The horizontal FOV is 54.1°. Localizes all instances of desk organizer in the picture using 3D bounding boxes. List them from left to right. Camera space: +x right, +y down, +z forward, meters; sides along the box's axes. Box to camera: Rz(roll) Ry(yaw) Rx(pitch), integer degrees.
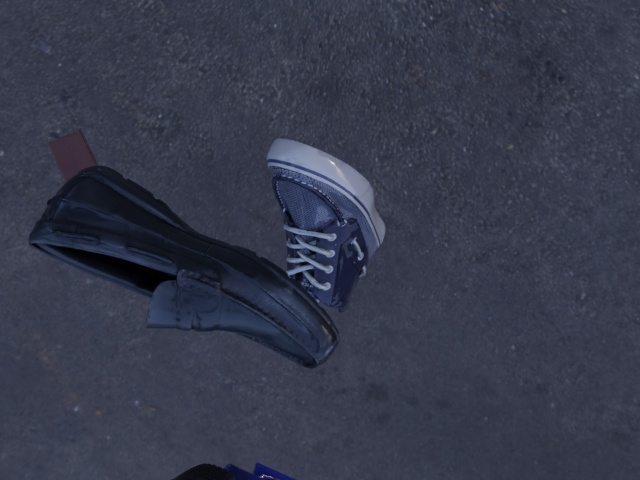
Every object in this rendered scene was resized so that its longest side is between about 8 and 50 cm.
[{"bbox_3d":[-0.334,-0.087,0.889,0.050,0.047,0.130,-26,81,-15],"label":"desk organizer"}]

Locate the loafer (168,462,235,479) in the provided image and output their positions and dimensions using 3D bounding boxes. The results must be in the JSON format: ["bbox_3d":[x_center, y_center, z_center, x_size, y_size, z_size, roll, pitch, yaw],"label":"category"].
[{"bbox_3d":[-0.185,0.353,0.801,0.080,0.220,0.078,14,91,28],"label":"loafer"}]

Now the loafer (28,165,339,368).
[{"bbox_3d":[-0.093,0.033,0.438,0.223,0.078,0.076,31,149,0],"label":"loafer"}]

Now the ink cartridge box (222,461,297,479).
[{"bbox_3d":[-0.071,0.529,0.953,0.270,0.395,0.151,34,105,-23],"label":"ink cartridge box"}]

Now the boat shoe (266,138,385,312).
[{"bbox_3d":[0.000,0.000,0.854,0.127,0.158,0.340,18,169,25],"label":"boat shoe"}]
